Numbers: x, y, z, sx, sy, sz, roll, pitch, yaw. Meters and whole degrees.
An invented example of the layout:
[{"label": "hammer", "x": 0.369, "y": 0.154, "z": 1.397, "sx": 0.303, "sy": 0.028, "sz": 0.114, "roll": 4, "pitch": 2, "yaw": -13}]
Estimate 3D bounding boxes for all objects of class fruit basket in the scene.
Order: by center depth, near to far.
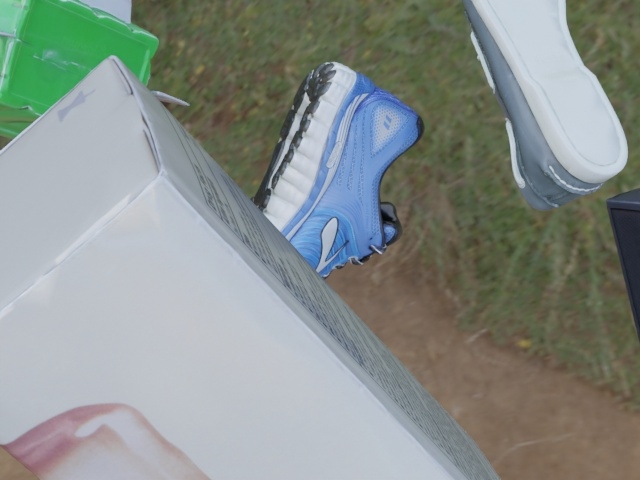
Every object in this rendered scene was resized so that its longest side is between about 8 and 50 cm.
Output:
[{"label": "fruit basket", "x": -0.343, "y": -0.204, "z": 1.419, "sx": 0.327, "sy": 0.353, "sz": 0.165, "roll": 17, "pitch": 96, "yaw": -57}]

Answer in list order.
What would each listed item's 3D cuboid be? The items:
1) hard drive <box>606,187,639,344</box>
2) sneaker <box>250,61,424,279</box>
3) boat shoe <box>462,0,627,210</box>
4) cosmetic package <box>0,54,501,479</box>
[{"label": "hard drive", "x": 0.302, "y": 0.029, "z": 0.906, "sx": 0.254, "sy": 0.054, "sz": 0.172, "roll": -9, "pitch": 82, "yaw": -26}, {"label": "sneaker", "x": 0.000, "y": 0.000, "z": 1.460, "sx": 0.147, "sy": 0.130, "sz": 0.330, "roll": 21, "pitch": 114, "yaw": -13}, {"label": "boat shoe", "x": 0.176, "y": -0.175, "z": 1.406, "sx": 0.116, "sy": 0.099, "sz": 0.319, "roll": -6, "pitch": 64, "yaw": -35}, {"label": "cosmetic package", "x": -0.035, "y": 0.079, "z": 0.687, "sx": 0.129, "sy": 0.153, "sz": 0.296, "roll": -39, "pitch": 117, "yaw": 5}]
